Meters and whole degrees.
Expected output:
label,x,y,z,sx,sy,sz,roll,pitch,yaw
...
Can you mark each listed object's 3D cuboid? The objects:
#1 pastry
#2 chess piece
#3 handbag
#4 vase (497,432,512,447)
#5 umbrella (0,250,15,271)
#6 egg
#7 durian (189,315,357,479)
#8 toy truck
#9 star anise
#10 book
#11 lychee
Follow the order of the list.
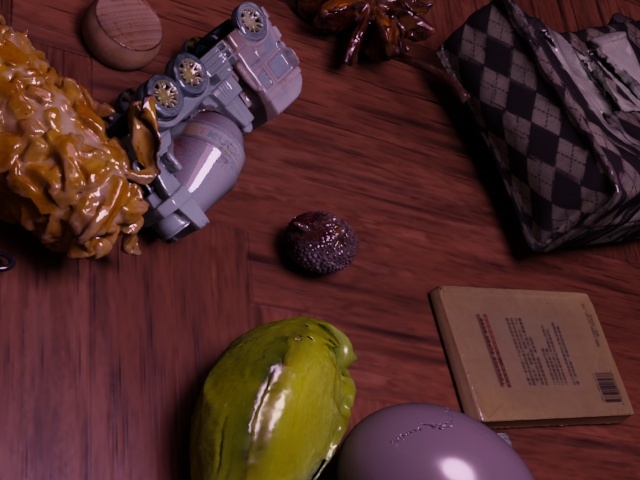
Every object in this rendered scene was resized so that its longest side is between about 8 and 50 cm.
label,x,y,z,sx,sy,sz,roll,pitch,yaw
pastry,-0.240,-0.090,1.067,0.250,0.102,0.154,40,63,3
chess piece,-0.201,-0.213,1.242,0.083,0.038,0.084,17,53,-24
handbag,0.352,-0.156,1.526,0.416,0.180,0.317,-6,62,-46
vase,0.193,0.291,1.163,0.086,0.086,0.214,2,56,-36
umbrella,-0.361,0.034,0.956,0.269,0.044,0.044,-10,40,-39
egg,0.108,0.226,1.091,0.198,0.146,0.146,26,48,-12
durian,-0.041,0.149,1.075,0.139,0.101,0.250,63,35,-34
toy truck,-0.114,-0.116,1.199,0.140,0.108,0.257,53,46,-13
star anise,0.061,-0.243,1.416,0.177,0.073,0.234,-1,47,-17
book,0.233,0.128,1.339,0.230,0.026,0.161,5,58,-35
lychee,0.000,0.000,1.223,0.083,0.068,0.067,36,24,-33
